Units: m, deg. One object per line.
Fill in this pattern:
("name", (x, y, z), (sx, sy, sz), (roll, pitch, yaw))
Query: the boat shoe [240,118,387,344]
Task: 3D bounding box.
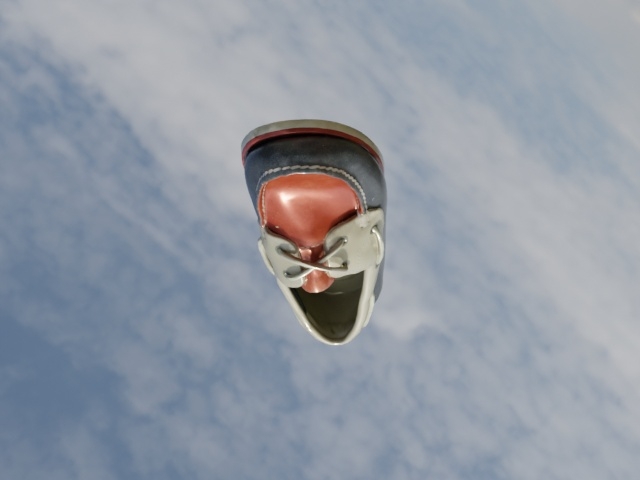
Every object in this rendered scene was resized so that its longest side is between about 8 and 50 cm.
("boat shoe", (0.000, 0.000, 0.376), (0.137, 0.049, 0.043), (76, -164, -68))
